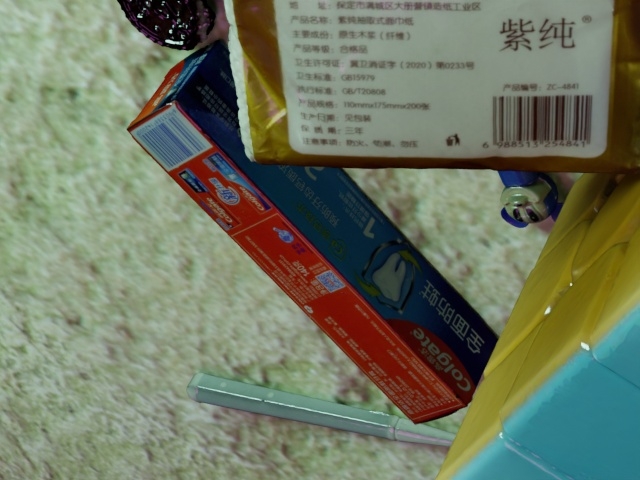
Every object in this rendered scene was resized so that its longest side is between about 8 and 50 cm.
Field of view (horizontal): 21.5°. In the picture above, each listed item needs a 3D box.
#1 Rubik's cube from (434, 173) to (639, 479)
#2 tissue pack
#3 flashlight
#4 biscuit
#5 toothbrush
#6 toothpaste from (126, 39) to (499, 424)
[{"bbox_3d":[0.285,0.058,0.953,0.290,0.291,0.291,34,141,-3],"label":"Rubik's cube"},{"bbox_3d":[0.066,-0.123,0.908,0.226,0.092,0.183,3,128,9],"label":"tissue pack"},{"bbox_3d":[0.129,-0.052,1.129,0.057,0.035,0.121,-2,130,34],"label":"flashlight"},{"bbox_3d":[-0.105,-0.172,1.156,0.087,0.027,0.089,41,139,-11],"label":"biscuit"},{"bbox_3d":[0.042,0.154,1.405,0.342,0.025,0.030,11,138,21],"label":"toothbrush"},{"bbox_3d":[0.000,-0.001,1.231,0.066,0.076,0.320,-24,116,45],"label":"toothpaste"}]
